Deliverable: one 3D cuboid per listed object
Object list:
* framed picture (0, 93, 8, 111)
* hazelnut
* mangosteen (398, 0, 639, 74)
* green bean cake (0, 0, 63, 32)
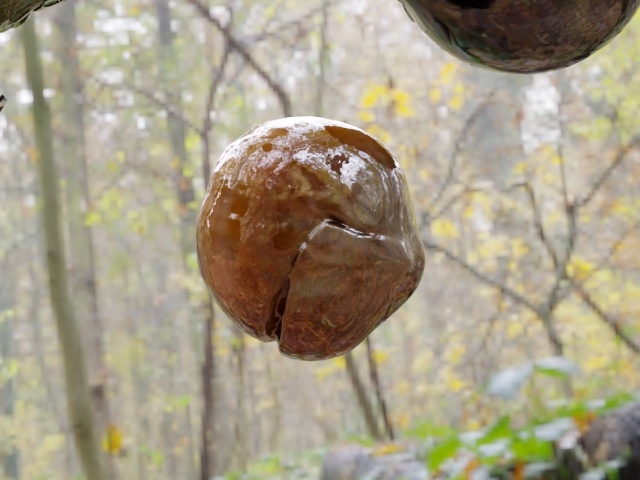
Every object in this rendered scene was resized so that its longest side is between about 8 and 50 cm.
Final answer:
[{"bbox_3d":[-0.282,-0.018,1.070,0.010,0.199,0.195,33,0,-10],"label":"framed picture"},{"bbox_3d":[0.000,0.000,1.123,0.182,0.182,0.182,-6,-10,-1],"label":"hazelnut"},{"bbox_3d":[0.166,-0.291,1.211,0.300,0.300,0.300,-6,-10,-1],"label":"mangosteen"},{"bbox_3d":[-0.142,-0.158,0.485,0.250,0.156,0.247,-37,33,-28],"label":"green bean cake"}]
